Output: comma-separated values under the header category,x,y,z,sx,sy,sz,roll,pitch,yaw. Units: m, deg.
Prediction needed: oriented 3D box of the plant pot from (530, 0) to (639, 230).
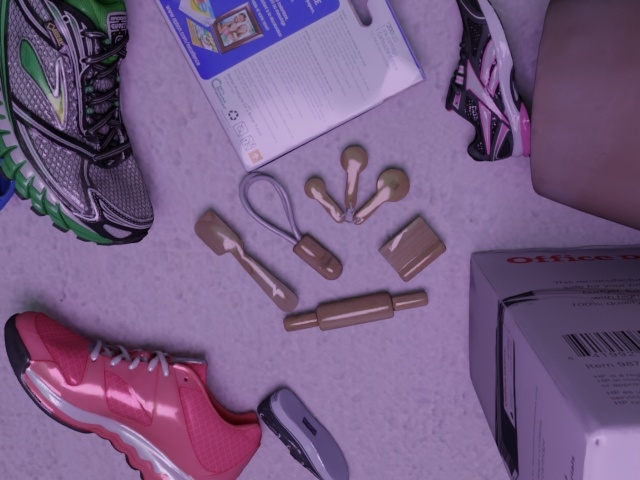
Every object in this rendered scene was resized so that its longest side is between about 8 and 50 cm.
category,x,y,z,sx,sy,sz,roll,pitch,yaw
plant pot,0.340,-0.122,0.616,0.281,0.323,0.322,8,104,23

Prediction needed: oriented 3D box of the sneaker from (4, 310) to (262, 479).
category,x,y,z,sx,sy,sz,roll,pitch,yaw
sneaker,-0.196,0.162,0.792,0.314,0.116,0.136,43,90,-15

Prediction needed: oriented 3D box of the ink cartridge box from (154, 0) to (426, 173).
category,x,y,z,sx,sy,sz,roll,pitch,yaw
ink cartridge box,-0.030,-0.205,0.722,0.208,0.045,0.206,-26,100,9

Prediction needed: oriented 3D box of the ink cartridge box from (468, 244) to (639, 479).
category,x,y,z,sx,sy,sz,roll,pitch,yaw
ink cartridge box,0.303,0.132,0.614,0.286,0.395,0.166,-1,105,2

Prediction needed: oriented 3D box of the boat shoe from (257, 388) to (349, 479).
category,x,y,z,sx,sy,sz,roll,pitch,yaw
boat shoe,-0.019,0.233,0.825,0.040,0.049,0.142,-31,99,27

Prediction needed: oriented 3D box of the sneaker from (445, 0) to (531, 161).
category,x,y,z,sx,sy,sz,roll,pitch,yaw
sneaker,0.159,-0.160,0.718,0.077,0.072,0.178,-16,96,16

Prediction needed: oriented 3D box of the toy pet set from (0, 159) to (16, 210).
category,x,y,z,sx,sy,sz,roll,pitch,yaw
toy pet set,-0.381,-0.076,0.766,0.114,0.065,0.122,8,102,36

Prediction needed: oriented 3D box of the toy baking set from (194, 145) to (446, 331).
category,x,y,z,sx,sy,sz,roll,pitch,yaw
toy baking set,0.003,0.006,0.781,0.256,0.030,0.196,-15,99,5

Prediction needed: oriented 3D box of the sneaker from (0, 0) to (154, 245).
category,x,y,z,sx,sy,sz,roll,pitch,yaw
sneaker,-0.244,-0.155,0.683,0.147,0.134,0.343,-18,102,17
